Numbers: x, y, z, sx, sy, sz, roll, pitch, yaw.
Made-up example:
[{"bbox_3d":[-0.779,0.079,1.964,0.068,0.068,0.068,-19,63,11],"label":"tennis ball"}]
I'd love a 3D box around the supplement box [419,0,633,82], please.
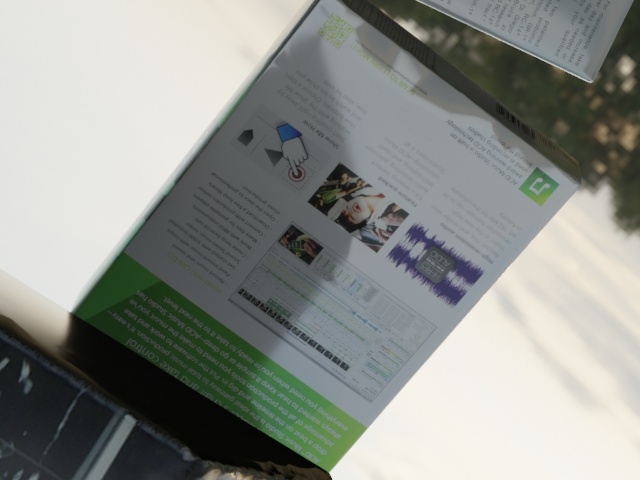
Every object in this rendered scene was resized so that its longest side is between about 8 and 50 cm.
[{"bbox_3d":[0.127,-0.216,1.430,0.220,0.114,0.111,25,-169,2],"label":"supplement box"}]

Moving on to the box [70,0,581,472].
[{"bbox_3d":[0.000,0.000,1.408,0.232,0.322,0.058,37,-162,-9],"label":"box"}]

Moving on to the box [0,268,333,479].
[{"bbox_3d":[-0.330,0.215,1.133,0.480,0.472,0.297,30,178,17],"label":"box"}]
